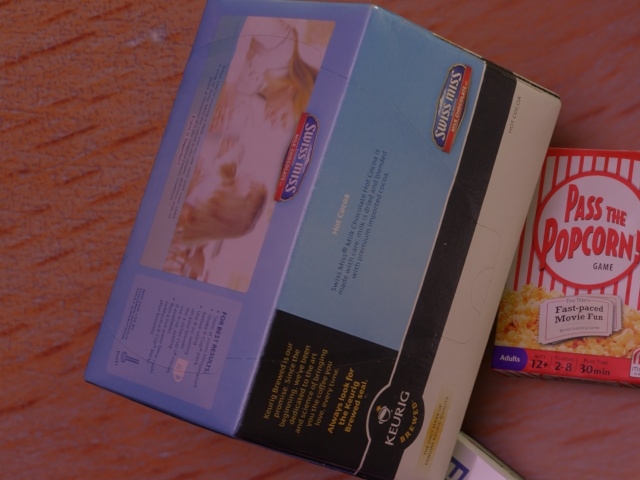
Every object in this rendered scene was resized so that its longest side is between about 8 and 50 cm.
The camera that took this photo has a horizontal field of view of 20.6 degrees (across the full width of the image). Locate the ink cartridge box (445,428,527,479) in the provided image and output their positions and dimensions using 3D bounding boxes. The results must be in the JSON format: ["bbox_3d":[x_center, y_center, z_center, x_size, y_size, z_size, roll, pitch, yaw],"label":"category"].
[{"bbox_3d":[0.130,0.371,1.410,0.330,0.071,0.324,37,95,30],"label":"ink cartridge box"}]

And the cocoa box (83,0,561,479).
[{"bbox_3d":[0.000,0.000,1.437,0.231,0.228,0.347,12,83,51],"label":"cocoa box"}]

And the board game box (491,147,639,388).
[{"bbox_3d":[0.227,0.022,1.458,0.146,0.045,0.194,3,79,27],"label":"board game box"}]
